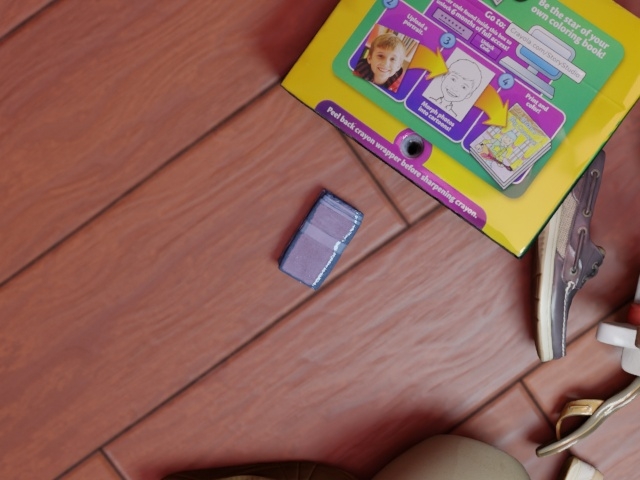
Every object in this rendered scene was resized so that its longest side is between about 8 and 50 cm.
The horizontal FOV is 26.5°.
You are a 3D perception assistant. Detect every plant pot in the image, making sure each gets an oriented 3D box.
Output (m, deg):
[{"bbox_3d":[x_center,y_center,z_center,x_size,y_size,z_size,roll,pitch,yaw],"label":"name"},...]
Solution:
[{"bbox_3d":[0.169,0.356,1.703,0.284,0.284,0.191,25,67,-5],"label":"plant pot"}]

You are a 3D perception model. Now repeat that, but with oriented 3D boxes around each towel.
[{"bbox_3d":[0.000,0.000,1.755,0.067,0.029,0.119,33,93,-5],"label":"towel"}]

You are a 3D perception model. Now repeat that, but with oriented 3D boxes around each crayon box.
[{"bbox_3d":[0.190,-0.208,1.664,0.363,0.106,0.313,37,93,9],"label":"crayon box"}]

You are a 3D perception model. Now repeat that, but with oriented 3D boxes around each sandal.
[{"bbox_3d":[0.350,0.222,1.777,0.180,0.072,0.049,-37,81,1],"label":"sandal"}]

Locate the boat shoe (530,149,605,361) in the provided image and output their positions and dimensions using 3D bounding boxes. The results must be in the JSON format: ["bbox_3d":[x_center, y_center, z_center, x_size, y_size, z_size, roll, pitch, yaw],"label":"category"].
[{"bbox_3d":[0.317,0.014,1.735,0.092,0.103,0.285,2,90,2],"label":"boat shoe"}]

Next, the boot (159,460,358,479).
[{"bbox_3d":[-0.075,0.397,1.762,0.262,0.095,0.203,-4,96,0],"label":"boot"}]

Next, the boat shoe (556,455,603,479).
[{"bbox_3d":[0.323,0.372,1.792,0.059,0.063,0.170,22,94,1],"label":"boat shoe"}]

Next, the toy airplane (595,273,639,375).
[{"bbox_3d":[0.529,0.124,1.615,0.384,0.386,0.272,26,109,-4],"label":"toy airplane"}]
